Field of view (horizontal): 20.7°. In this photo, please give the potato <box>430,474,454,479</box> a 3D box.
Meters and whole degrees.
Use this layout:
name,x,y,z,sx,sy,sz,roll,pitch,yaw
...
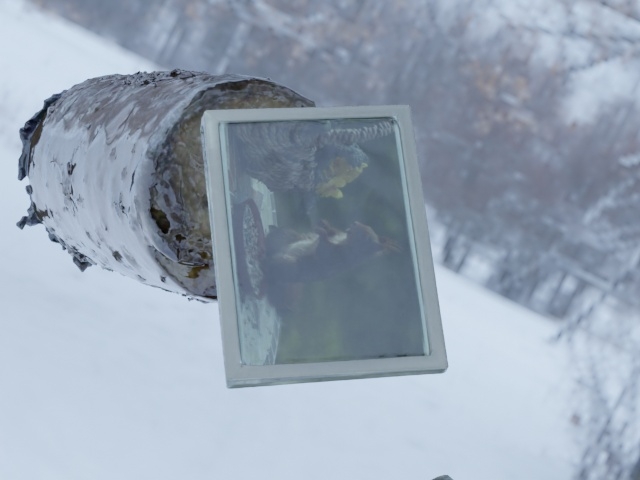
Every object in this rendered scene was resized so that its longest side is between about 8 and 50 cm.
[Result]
name,x,y,z,sx,sy,sz,roll,pitch,yaw
potato,-0.012,0.320,0.815,0.213,0.280,0.330,100,-30,-74

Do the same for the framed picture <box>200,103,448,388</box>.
name,x,y,z,sx,sy,sz,roll,pitch,yaw
framed picture,0.000,0.000,0.518,0.066,0.089,0.006,-2,-25,-8

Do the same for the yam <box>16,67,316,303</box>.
name,x,y,z,sx,sy,sz,roll,pitch,yaw
yam,-0.084,-0.032,0.970,0.131,0.131,0.280,25,-4,-22
